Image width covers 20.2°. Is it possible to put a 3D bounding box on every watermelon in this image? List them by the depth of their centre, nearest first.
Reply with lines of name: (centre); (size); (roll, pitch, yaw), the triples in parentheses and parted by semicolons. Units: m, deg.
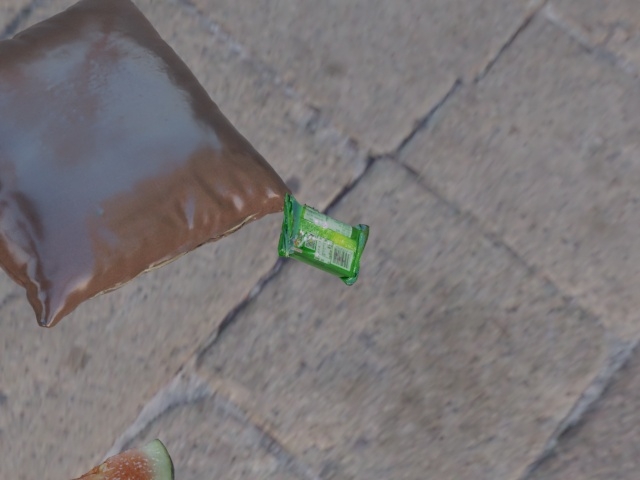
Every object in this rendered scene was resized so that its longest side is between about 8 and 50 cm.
watermelon: (-0.155, 0.204, 1.280); (0.094, 0.135, 0.125); (33, 96, -7)

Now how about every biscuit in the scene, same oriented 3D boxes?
biscuit: (0.000, 0.000, 1.254); (0.089, 0.016, 0.046); (23, 76, -49)

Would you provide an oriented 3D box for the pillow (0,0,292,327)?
pillow: (-0.227, -0.090, 1.698); (0.308, 0.108, 0.305); (-29, 71, -37)
